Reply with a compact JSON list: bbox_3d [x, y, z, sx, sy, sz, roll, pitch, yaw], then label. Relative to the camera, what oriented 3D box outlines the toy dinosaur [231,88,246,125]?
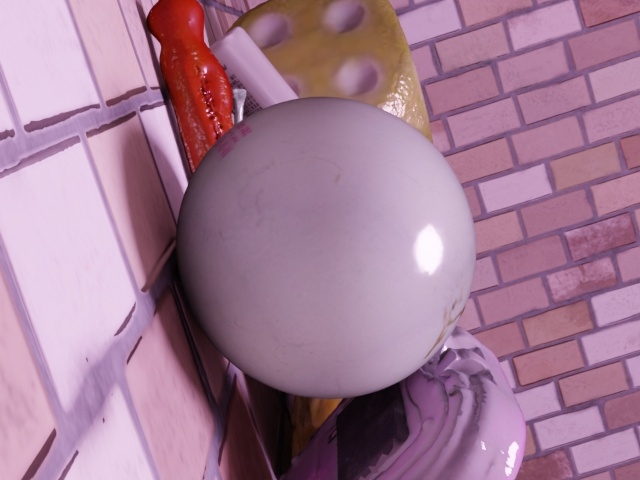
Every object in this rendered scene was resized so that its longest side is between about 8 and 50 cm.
[{"bbox_3d":[-0.088,-0.071,1.069,0.187,0.044,0.106,124,-37,-77],"label":"toy dinosaur"}]

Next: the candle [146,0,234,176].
[{"bbox_3d":[-0.080,-0.061,0.947,0.048,0.051,0.329,43,30,-80],"label":"candle"}]

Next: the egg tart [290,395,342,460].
[{"bbox_3d":[0.060,0.167,1.063,0.339,0.153,0.352,-90,169,-74],"label":"egg tart"}]

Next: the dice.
[{"bbox_3d":[0.008,-0.176,1.577,0.227,0.238,0.233,69,3,-62],"label":"dice"}]

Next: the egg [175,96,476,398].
[{"bbox_3d":[0.000,0.000,0.763,0.264,0.182,0.183,-126,-162,-76],"label":"egg"}]

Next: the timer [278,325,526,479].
[{"bbox_3d":[0.043,0.147,0.772,0.069,0.191,0.208,39,11,-11],"label":"timer"}]

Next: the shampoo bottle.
[{"bbox_3d":[-0.034,-0.103,1.187,0.227,0.056,0.086,50,-28,-11],"label":"shampoo bottle"}]
